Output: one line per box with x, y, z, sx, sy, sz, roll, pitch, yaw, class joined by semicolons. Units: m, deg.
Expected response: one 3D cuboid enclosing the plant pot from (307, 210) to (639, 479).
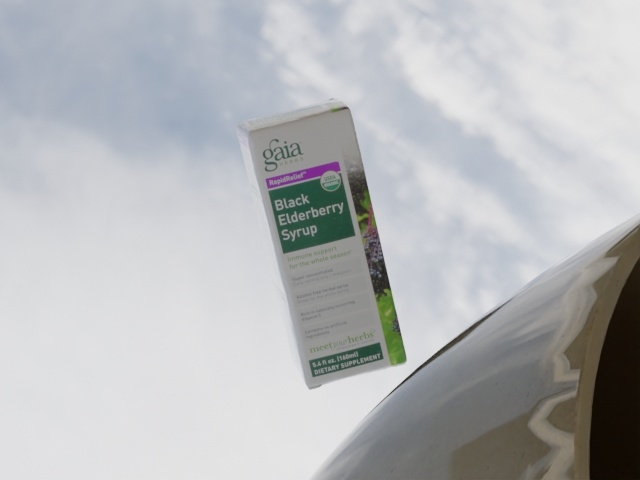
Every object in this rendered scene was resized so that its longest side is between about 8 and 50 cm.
0.103;0.131;0.708;0.256;0.274;0.256;13;-113;-33;plant pot

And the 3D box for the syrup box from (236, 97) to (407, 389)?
0.000;0.000;1.581;0.093;0.237;0.096;-14;-168;-6;syrup box
